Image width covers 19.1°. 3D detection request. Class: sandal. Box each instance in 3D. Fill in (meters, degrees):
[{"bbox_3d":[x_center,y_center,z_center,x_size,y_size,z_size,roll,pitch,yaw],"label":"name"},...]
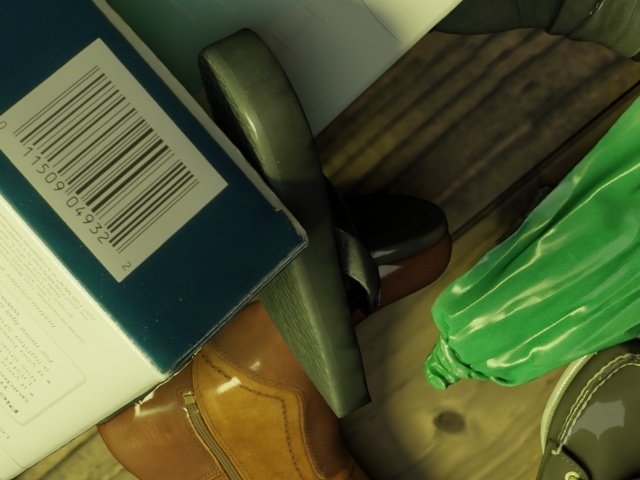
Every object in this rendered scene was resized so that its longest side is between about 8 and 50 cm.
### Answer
[{"bbox_3d":[0.000,0.000,0.915,0.054,0.097,0.254,-26,144,-12],"label":"sandal"}]

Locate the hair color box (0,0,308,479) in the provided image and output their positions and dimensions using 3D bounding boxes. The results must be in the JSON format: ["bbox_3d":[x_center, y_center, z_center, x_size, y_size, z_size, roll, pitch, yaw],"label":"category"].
[{"bbox_3d":[-0.160,0.015,0.941,0.174,0.105,0.347,49,149,-4],"label":"hair color box"}]

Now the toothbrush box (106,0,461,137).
[{"bbox_3d":[-0.068,-0.148,0.943,0.216,0.126,0.295,39,134,-10],"label":"toothbrush box"}]

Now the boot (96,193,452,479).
[{"bbox_3d":[0.015,0.131,1.112,0.264,0.096,0.280,-27,108,18],"label":"boot"}]

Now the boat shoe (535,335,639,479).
[{"bbox_3d":[0.162,0.163,1.134,0.081,0.069,0.228,13,112,-1],"label":"boat shoe"}]

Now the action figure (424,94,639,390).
[{"bbox_3d":[0.146,0.016,1.081,0.232,0.063,0.137,-38,106,24],"label":"action figure"}]

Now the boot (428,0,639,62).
[{"bbox_3d":[0.120,-0.209,0.982,0.161,0.083,0.246,2,128,-1],"label":"boot"}]
